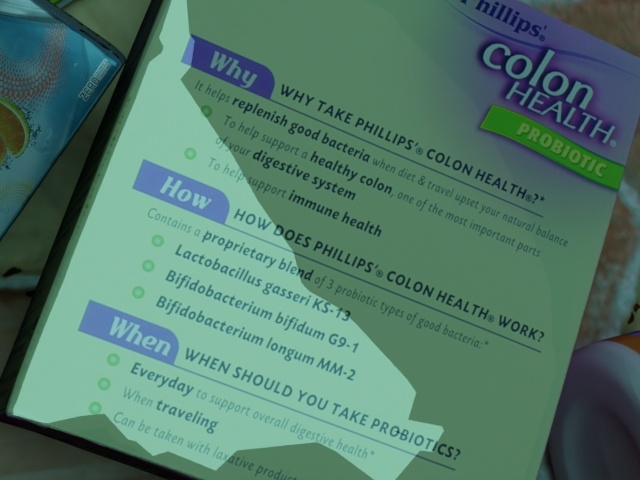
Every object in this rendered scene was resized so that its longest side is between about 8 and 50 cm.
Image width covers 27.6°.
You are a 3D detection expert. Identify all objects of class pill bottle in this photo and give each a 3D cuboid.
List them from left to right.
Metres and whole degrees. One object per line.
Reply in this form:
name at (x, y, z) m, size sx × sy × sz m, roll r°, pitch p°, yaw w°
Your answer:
pill bottle at (0.231, 0.086, 0.637) m, size 0.216 × 0.121 × 0.121 m, roll -12°, pitch 86°, yaw -20°

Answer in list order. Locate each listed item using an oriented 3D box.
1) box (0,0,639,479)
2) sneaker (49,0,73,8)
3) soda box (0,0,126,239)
box at (0.000, 0.000, 0.577) m, size 0.214 × 0.117 × 0.243 m, roll 22°, pitch 77°, yaw -13°
sneaker at (-0.166, -0.127, 0.539) m, size 0.111 × 0.121 × 0.300 m, roll 46°, pitch 72°, yaw -7°
soda box at (-0.154, -0.016, 0.528) m, size 0.058 × 0.063 × 0.183 m, roll 34°, pitch 94°, yaw -11°
